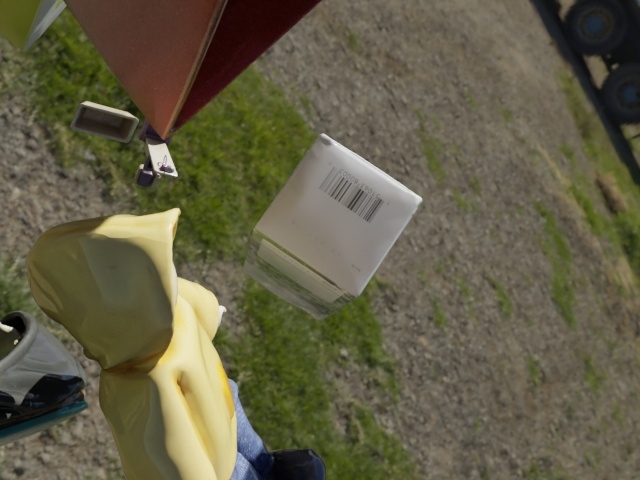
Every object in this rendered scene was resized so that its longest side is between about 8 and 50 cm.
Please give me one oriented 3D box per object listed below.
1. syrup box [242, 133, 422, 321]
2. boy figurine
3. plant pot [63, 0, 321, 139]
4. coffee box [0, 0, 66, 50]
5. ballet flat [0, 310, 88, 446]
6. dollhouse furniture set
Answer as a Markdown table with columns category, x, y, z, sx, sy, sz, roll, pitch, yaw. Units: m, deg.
| category | x | y | z | sx | sy | sz | roll | pitch | yaw |
| --- | --- | --- | --- | --- | --- | --- | --- | --- | --- |
| syrup box | 0.000 | 0.000 | 0.761 | 0.093 | 0.096 | 0.237 | 34 | -11 | 0 |
| boy figurine | -0.078 | 0.086 | 0.540 | 0.177 | 0.092 | 0.285 | -93 | 165 | -52 |
| plant pot | -0.050 | -0.247 | 0.434 | 0.235 | 0.267 | 0.267 | 47 | -15 | -6 |
| coffee box | -0.276 | -0.436 | 0.763 | 0.338 | 0.338 | 0.334 | 38 | 66 | -15 |
| ballet flat | -0.228 | 0.094 | 0.482 | 0.096 | 0.095 | 0.280 | 64 | 12 | 1 |
| dollhouse furniture set | -0.208 | -0.088 | 0.931 | 0.114 | 0.091 | 0.081 | 13 | 34 | -31 |
